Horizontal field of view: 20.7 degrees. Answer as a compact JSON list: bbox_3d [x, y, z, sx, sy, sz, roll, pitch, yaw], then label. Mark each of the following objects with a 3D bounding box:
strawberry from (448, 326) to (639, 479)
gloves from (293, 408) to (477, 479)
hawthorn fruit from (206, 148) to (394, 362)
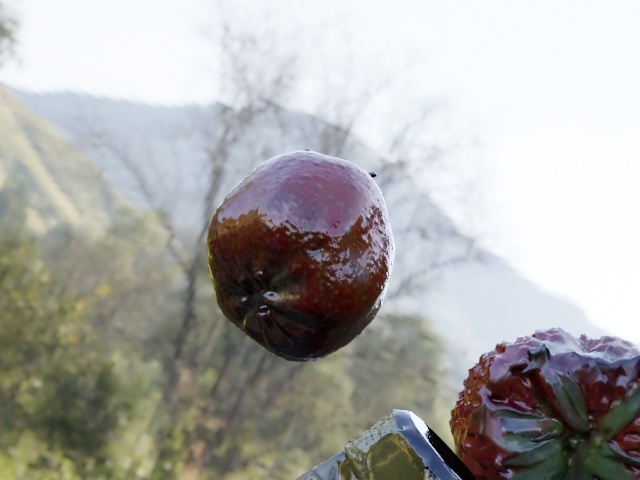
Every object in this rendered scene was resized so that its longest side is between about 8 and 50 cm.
[{"bbox_3d":[0.266,0.212,1.972,0.261,0.261,0.257,26,6,-15],"label":"strawberry"},{"bbox_3d":[-0.015,0.276,1.296,0.154,0.331,0.141,44,-1,-19],"label":"gloves"},{"bbox_3d":[0.000,0.000,2.264,0.254,0.300,0.254,26,-42,27],"label":"hawthorn fruit"}]
